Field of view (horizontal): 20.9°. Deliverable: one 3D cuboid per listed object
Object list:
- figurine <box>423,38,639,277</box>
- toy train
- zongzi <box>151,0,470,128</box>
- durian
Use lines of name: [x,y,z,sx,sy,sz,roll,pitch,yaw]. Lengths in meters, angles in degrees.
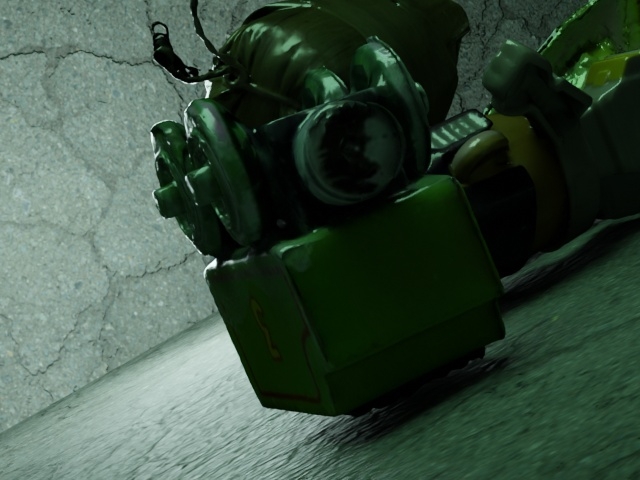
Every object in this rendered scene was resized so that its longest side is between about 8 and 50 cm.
figurine: [0.154,-0.049,1.441,0.308,0.308,0.143,-29,42,-20]
toy train: [0.000,0.000,1.237,0.173,0.249,0.307,-23,2,-15]
zongzi: [-0.031,-0.044,1.544,0.447,0.181,0.418,-31,-39,-64]
durian: [0.205,-0.093,1.672,0.352,0.169,0.158,-44,21,-19]
